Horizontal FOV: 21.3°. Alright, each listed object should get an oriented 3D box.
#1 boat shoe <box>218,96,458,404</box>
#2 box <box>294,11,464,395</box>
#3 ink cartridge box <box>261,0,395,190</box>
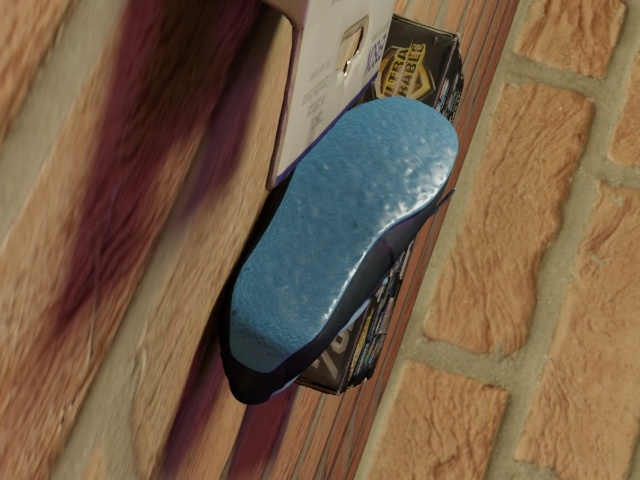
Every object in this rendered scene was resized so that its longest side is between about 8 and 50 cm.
[{"bbox_3d":[0.000,0.000,1.106,0.258,0.109,0.089,-46,164,-39],"label":"boat shoe"},{"bbox_3d":[0.045,-0.024,1.416,0.293,0.073,0.295,12,96,-82],"label":"box"},{"bbox_3d":[0.017,-0.206,0.796,0.303,0.072,0.307,-54,162,-73],"label":"ink cartridge box"}]
